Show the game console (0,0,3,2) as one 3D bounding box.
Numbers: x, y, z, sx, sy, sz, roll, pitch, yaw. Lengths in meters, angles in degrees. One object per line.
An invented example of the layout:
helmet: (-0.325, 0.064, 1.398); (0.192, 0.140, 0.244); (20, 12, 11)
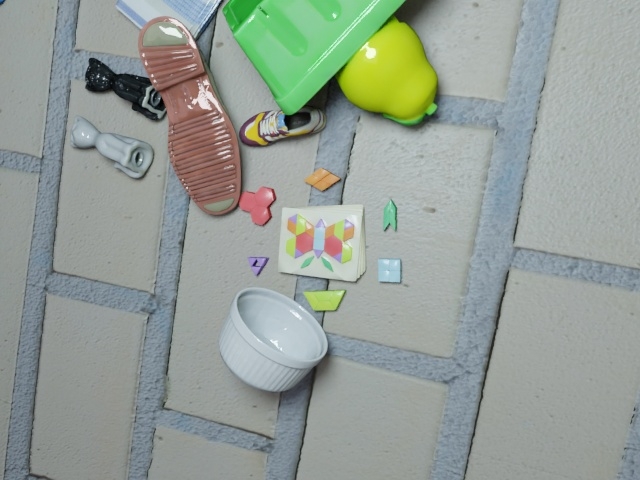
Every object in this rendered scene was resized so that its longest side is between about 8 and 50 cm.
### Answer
game console: (-0.905, -0.596, 1.516); (0.250, 0.173, 0.293); (-37, 82, 46)

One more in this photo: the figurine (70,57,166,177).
figurine: (-0.446, -0.267, 1.385); (0.209, 0.092, 0.215); (24, 101, 21)

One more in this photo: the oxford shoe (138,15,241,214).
oxford shoe: (-0.244, -0.251, 1.306); (0.140, 0.146, 0.397); (-12, 109, 1)

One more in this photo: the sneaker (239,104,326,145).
sneaker: (-0.085, -0.232, 1.277); (0.185, 0.084, 0.070); (-12, 91, 16)

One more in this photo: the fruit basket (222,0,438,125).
fruit basket: (0.059, -0.378, 1.177); (0.391, 0.283, 0.392); (-8, 126, -12)

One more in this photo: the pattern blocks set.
pattern blocks set: (0.000, 0.000, 1.300); (0.324, 0.026, 0.286); (-10, 91, 16)

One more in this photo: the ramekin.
ramekin: (-0.100, 0.197, 1.256); (0.207, 0.207, 0.109); (38, 112, 10)

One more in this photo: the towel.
towel: (-0.283, -0.541, 1.339); (0.209, 0.034, 0.285); (40, 101, 12)
